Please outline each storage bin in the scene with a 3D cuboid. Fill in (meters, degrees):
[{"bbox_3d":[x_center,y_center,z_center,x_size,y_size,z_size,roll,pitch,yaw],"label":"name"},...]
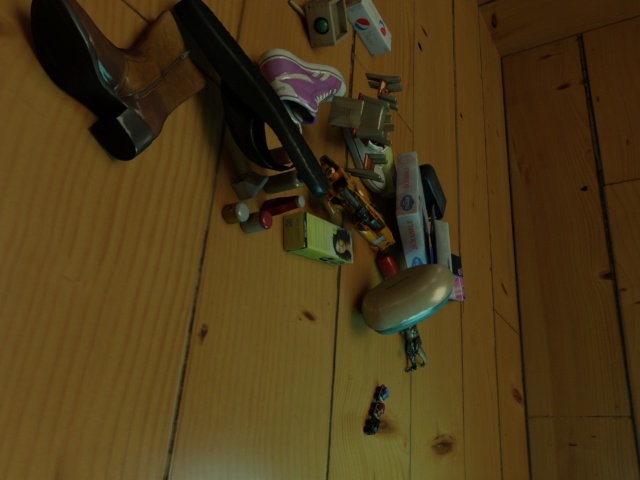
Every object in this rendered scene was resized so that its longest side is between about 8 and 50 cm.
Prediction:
[{"bbox_3d":[0.341,-0.155,1.940,0.180,0.121,0.084,59,36,-32],"label":"storage bin"}]

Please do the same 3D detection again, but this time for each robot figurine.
[{"bbox_3d":[0.082,-0.091,1.464,0.291,0.085,0.211,42,14,-46],"label":"robot figurine"}]

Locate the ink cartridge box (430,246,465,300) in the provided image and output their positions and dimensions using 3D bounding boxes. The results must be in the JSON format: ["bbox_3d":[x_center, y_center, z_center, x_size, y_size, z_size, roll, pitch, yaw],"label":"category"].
[{"bbox_3d":[0.434,0.124,2.087,0.370,0.069,0.176,15,69,-56],"label":"ink cartridge box"}]

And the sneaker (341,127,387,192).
[{"bbox_3d":[0.148,-0.247,1.665,0.258,0.091,0.094,59,36,-33],"label":"sneaker"}]

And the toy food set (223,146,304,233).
[{"bbox_3d":[-0.097,-0.101,1.180,0.111,0.104,0.232,63,34,-27],"label":"toy food set"}]

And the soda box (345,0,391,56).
[{"bbox_3d":[0.152,-0.690,1.829,0.216,0.069,0.074,42,47,-48],"label":"soda box"}]

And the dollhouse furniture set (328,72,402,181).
[{"bbox_3d":[0.112,-0.298,1.469,0.259,0.135,0.262,3,98,-79],"label":"dollhouse furniture set"}]

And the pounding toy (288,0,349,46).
[{"bbox_3d":[-0.001,-0.589,1.525,0.141,0.100,0.130,-54,142,-48],"label":"pounding toy"}]

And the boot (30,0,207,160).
[{"bbox_3d":[-0.293,-0.306,0.912,0.264,0.096,0.281,60,35,-31],"label":"boot"}]

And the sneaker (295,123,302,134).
[{"bbox_3d":[-0.056,-0.279,1.379,0.035,0.031,0.084,-18,97,-61],"label":"sneaker"}]

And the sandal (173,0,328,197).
[{"bbox_3d":[-0.140,-0.256,1.111,0.446,0.107,0.167,53,14,-5],"label":"sandal"}]

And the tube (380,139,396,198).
[{"bbox_3d":[0.204,-0.252,1.806,0.062,0.070,0.241,1,75,-21],"label":"tube"}]

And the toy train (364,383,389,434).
[{"bbox_3d":[0.152,0.444,1.519,0.027,0.036,0.158,62,34,-28],"label":"toy train"}]

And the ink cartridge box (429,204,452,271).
[{"bbox_3d":[0.360,0.038,1.724,0.223,0.045,0.224,70,18,-66],"label":"ink cartridge box"}]

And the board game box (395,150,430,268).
[{"bbox_3d":[0.289,-0.054,1.767,0.318,0.065,0.319,-79,158,-50],"label":"board game box"}]

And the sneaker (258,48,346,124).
[{"bbox_3d":[-0.025,-0.334,1.358,0.282,0.102,0.161,-2,67,-49],"label":"sneaker"}]

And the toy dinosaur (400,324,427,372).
[{"bbox_3d":[0.287,0.332,1.769,0.118,0.063,0.268,-69,142,-52],"label":"toy dinosaur"}]

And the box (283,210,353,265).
[{"bbox_3d":[0.000,0.000,1.367,0.232,0.058,0.088,18,65,-57],"label":"box"}]

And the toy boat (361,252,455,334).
[{"bbox_3d":[0.233,0.146,1.587,0.148,0.267,0.318,63,2,-19],"label":"toy boat"}]
